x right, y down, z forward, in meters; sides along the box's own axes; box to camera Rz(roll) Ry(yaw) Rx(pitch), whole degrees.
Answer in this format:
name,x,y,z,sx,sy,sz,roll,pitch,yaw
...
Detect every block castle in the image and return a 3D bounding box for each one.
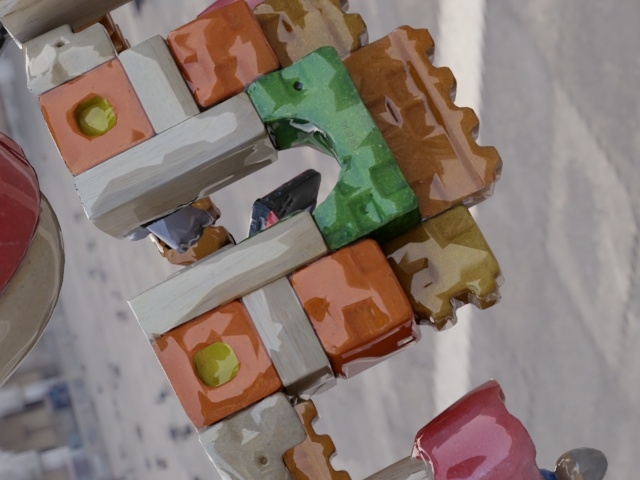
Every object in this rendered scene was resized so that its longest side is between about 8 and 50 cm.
name,x,y,z,sx,sy,sz,roll,pitch,yaw
block castle,0.000,0.000,1.043,0.453,0.213,0.303,63,180,17

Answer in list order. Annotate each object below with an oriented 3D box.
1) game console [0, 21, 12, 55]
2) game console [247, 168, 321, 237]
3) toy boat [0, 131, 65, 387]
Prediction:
name,x,y,z,sx,sy,sz,roll,pitch,yaw
game console,-0.359,-0.221,1.694,0.060,0.342,0.386,35,179,0
game console,-0.019,0.036,1.360,0.085,0.124,0.144,29,126,22
toy boat,-0.201,0.027,0.523,0.151,0.231,0.151,16,152,52
